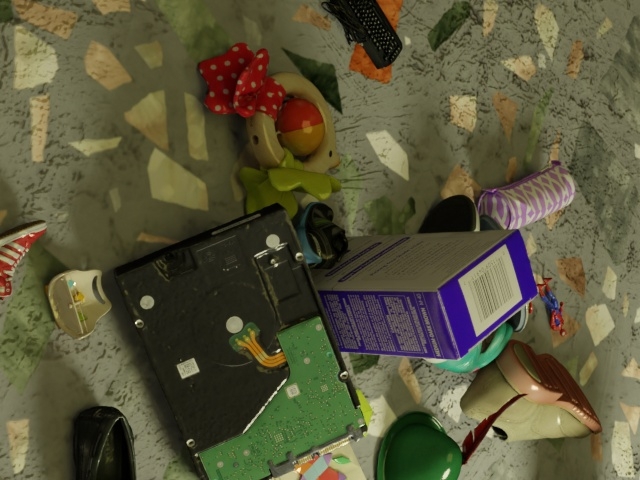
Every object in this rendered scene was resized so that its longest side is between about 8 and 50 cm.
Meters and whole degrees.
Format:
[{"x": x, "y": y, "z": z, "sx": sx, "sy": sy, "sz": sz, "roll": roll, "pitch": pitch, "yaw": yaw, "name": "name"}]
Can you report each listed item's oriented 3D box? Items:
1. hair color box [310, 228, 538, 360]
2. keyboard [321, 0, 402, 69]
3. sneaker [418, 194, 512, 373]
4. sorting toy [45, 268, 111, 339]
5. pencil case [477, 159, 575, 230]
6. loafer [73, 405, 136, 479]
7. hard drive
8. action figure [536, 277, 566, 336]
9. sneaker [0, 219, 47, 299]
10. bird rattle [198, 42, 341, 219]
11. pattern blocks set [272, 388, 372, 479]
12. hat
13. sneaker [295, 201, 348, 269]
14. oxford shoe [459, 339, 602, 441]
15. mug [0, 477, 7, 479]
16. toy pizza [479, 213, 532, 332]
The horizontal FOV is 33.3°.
[{"x": 0.101, "y": 0.071, "z": 1.467, "sx": 0.185, "sy": 0.339, "sz": 0.110, "roll": -32, "pitch": 111, "yaw": -38, "name": "hair color box"}, {"x": 0.068, "y": -0.349, "z": 1.657, "sx": 0.192, "sy": 0.038, "sz": 0.100, "roll": 52, "pitch": 57, "yaw": -27, "name": "keyboard"}, {"x": 0.238, "y": 0.088, "z": 1.738, "sx": 0.178, "sy": 0.124, "sz": 0.295, "roll": 41, "pitch": 51, "yaw": -44, "name": "sneaker"}, {"x": -0.292, "y": 0.071, "z": 1.319, "sx": 0.075, "sy": 0.045, "sz": 0.083, "roll": -25, "pitch": 104, "yaw": -47, "name": "sorting toy"}, {"x": 0.363, "y": -0.075, "z": 1.875, "sx": 0.206, "sy": 0.086, "sz": 0.088, "roll": -24, "pitch": 119, "yaw": -40, "name": "pencil case"}, {"x": -0.260, "y": 0.315, "z": 1.309, "sx": 0.076, "sy": 0.078, "sz": 0.223, "roll": -3, "pitch": 90, "yaw": -41, "name": "loafer"}, {"x": -0.099, "y": 0.148, "z": 1.403, "sx": 0.237, "sy": 0.064, "sz": 0.339, "roll": -23, "pitch": 105, "yaw": -8, "name": "hard drive"}, {"x": 0.430, "y": 0.126, "z": 1.968, "sx": 0.038, "sy": 0.030, "sz": 0.115, "roll": -38, "pitch": 115, "yaw": -41, "name": "action figure"}, {"x": -0.363, "y": 0.026, "z": 1.253, "sx": 0.118, "sy": 0.042, "sz": 0.067, "roll": -32, "pitch": 105, "yaw": -30, "name": "sneaker"}, {"x": -0.061, "y": -0.159, "z": 1.510, "sx": 0.207, "sy": 0.143, "sz": 0.253, "roll": -25, "pitch": 92, "yaw": -51, "name": "bird rattle"}, {"x": -0.013, "y": 0.332, "z": 1.565, "sx": 0.325, "sy": 0.026, "sz": 0.285, "roll": 51, "pitch": 57, "yaw": -27, "name": "pattern blocks set"}, {"x": 0.208, "y": 0.351, "z": 1.654, "sx": 0.173, "sy": 0.183, "sz": 0.208, "roll": -11, "pitch": 96, "yaw": -41, "name": "hat"}, {"x": 0.000, "y": 0.000, "z": 1.512, "sx": 0.078, "sy": 0.188, "sz": 0.067, "roll": 18, "pitch": 109, "yaw": -2, "name": "sneaker"}, {"x": 0.366, "y": 0.282, "z": 1.861, "sx": 0.397, "sy": 0.146, "sz": 0.140, "roll": 32, "pitch": 23, "yaw": -47, "name": "oxford shoe"}, {"x": -0.394, "y": 0.301, "z": 1.215, "sx": 0.062, "sy": 0.078, "sz": 0.064, "roll": 20, "pitch": 83, "yaw": -73, "name": "mug"}, {"x": 0.301, "y": 0.052, "z": 1.752, "sx": 0.032, "sy": 0.201, "sz": 0.201, "roll": -16, "pitch": 100, "yaw": -9, "name": "toy pizza"}]
